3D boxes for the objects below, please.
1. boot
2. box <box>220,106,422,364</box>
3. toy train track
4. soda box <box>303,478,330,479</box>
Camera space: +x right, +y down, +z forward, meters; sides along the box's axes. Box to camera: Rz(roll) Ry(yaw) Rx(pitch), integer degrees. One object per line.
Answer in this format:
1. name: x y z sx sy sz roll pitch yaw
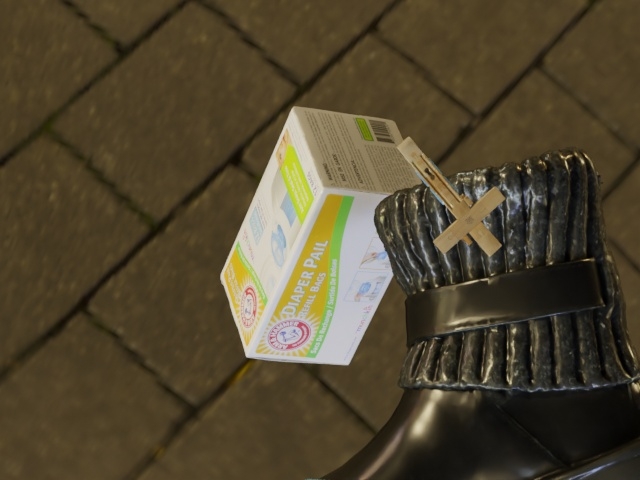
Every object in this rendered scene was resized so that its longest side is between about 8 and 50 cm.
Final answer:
1. boot: 0.071 0.097 1.404 0.348 0.131 0.260 -21 90 8
2. box: 0.000 0.000 1.691 0.103 0.203 0.114 6 40 -25
3. toy train track: 0.072 -0.025 1.098 0.048 0.014 0.083 -41 102 -2
4. soda box: -0.016 0.140 0.747 0.071 0.210 0.067 2 91 23
